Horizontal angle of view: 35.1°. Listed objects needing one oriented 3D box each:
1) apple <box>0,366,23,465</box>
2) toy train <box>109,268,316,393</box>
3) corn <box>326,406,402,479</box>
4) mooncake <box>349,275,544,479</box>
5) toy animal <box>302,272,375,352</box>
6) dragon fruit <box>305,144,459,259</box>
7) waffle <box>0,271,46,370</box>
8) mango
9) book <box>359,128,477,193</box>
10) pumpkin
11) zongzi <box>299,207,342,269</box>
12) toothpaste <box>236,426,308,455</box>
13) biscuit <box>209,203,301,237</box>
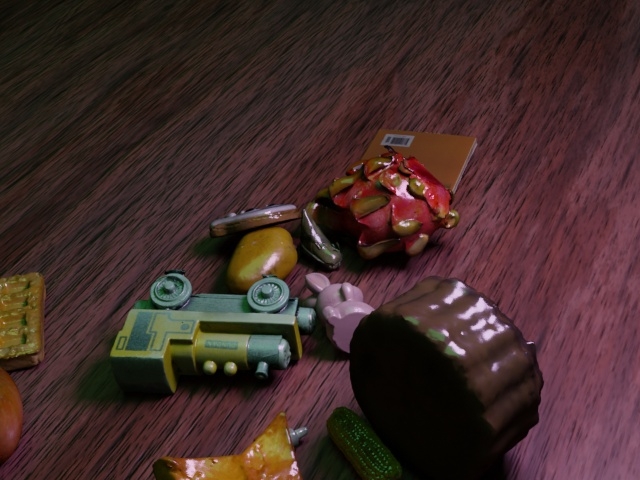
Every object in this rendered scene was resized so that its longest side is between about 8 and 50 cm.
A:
[{"bbox_3d":[-0.630,0.315,1.794,0.210,0.173,0.235,-16,27,-6],"label":"apple"},{"bbox_3d":[-0.196,0.183,1.941,0.369,0.150,0.237,1,44,10],"label":"toy train"},{"bbox_3d":[0.074,0.355,1.713,0.068,0.068,0.207,-20,36,-18],"label":"corn"},{"bbox_3d":[0.206,0.227,1.665,0.187,0.324,0.324,-29,41,-33],"label":"mooncake"},{"bbox_3d":[0.039,0.127,2.007,0.124,0.124,0.212,-14,30,-11],"label":"toy animal"},{"bbox_3d":[0.135,-0.077,2.188,0.243,0.227,0.307,-52,48,-3],"label":"dragon fruit"},{"bbox_3d":[-0.654,0.173,2.090,0.168,0.057,0.274,-10,36,-7],"label":"waffle"},{"bbox_3d":[-0.131,0.048,2.156,0.137,0.098,0.195,24,51,31],"label":"mango"},{"bbox_3d":[0.212,-0.166,2.459,0.262,0.028,0.374,8,37,19],"label":"book"},{"bbox_3d":[-0.097,0.420,1.618,0.258,0.095,0.290,-23,47,-18],"label":"pumpkin"},{"bbox_3d":[0.000,0.000,2.179,0.109,0.119,0.055,27,42,37],"label":"zongzi"},{"bbox_3d":[-0.122,0.380,1.738,0.233,0.038,0.060,-26,36,-21],"label":"toothpaste"},{"bbox_3d":[-0.141,-0.049,2.245,0.208,0.049,0.181,-15,0,39],"label":"biscuit"}]
